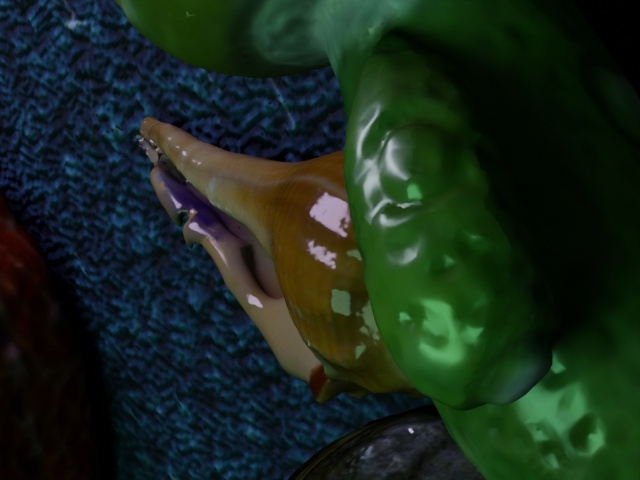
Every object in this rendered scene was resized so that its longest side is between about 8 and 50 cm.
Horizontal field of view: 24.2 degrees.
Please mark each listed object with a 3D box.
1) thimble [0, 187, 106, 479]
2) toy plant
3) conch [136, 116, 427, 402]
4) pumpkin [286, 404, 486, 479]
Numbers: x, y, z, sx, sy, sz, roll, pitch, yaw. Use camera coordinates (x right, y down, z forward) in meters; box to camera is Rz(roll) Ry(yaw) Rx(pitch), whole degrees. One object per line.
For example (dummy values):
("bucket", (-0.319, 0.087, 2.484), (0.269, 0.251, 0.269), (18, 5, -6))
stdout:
("thimble", (-0.312, 0.097, 0.936), (0.350, 0.230, 0.350), (21, 121, 39))
("toy plant", (0.052, -0.049, 0.495), (0.184, 0.224, 0.316), (-37, 75, 26))
("conch", (0.005, -0.002, 0.670), (0.330, 0.093, 0.109), (40, 153, 56))
("pumpkin", (0.081, 0.220, 0.588), (0.320, 0.192, 0.320), (25, 126, 39))
